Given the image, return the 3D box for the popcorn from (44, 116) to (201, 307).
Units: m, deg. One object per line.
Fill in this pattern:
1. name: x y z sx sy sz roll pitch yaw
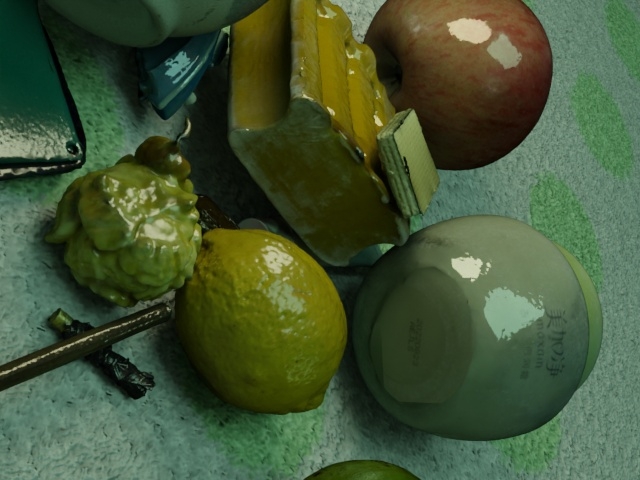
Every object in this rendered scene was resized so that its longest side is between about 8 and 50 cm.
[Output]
1. popcorn: -0.206 -0.025 1.282 0.168 0.174 0.195 24 44 16

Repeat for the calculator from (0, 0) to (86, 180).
1. calculator: -0.395 -0.185 1.229 0.248 0.058 0.274 -13 80 -53

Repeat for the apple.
1. apple: 0.202 -0.272 1.783 0.269 0.344 0.345 14 60 -32

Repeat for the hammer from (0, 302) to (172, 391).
1. hammer: -0.289 0.124 1.133 0.365 0.111 0.043 -23 88 -50

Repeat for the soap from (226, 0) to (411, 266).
1. soap: 0.000 -0.174 1.536 0.293 0.156 0.335 53 22 -39

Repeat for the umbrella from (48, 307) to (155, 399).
1. umbrella: -0.247 0.128 1.253 0.144 0.040 0.037 44 54 -24

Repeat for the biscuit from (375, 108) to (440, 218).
1. biscuit: 0.119 -0.108 1.508 0.199 0.040 0.121 -50 123 -70

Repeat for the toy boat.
1. toy boat: -0.183 -0.245 1.488 0.238 0.109 0.098 -74 152 -47

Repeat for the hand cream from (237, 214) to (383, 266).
1. hand cream: 0.000 0.000 1.594 0.312 0.070 0.111 -6 64 -54

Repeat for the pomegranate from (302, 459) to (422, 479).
1. pomegranate: 0.019 0.375 1.284 0.340 0.260 0.261 15 56 -16

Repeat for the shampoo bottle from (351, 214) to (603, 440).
1. shampoo bottle: 0.216 0.124 1.577 0.317 0.322 0.323 -2 72 -40

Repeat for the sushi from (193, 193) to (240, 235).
1. sushi: -0.139 -0.012 1.445 0.120 0.052 0.055 49 41 -20

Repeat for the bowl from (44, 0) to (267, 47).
1. bowl: -0.225 -0.357 1.300 0.434 0.434 0.196 35 68 -33

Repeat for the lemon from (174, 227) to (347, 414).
1. lemon: -0.072 0.101 1.345 0.260 0.204 0.204 60 37 -18
